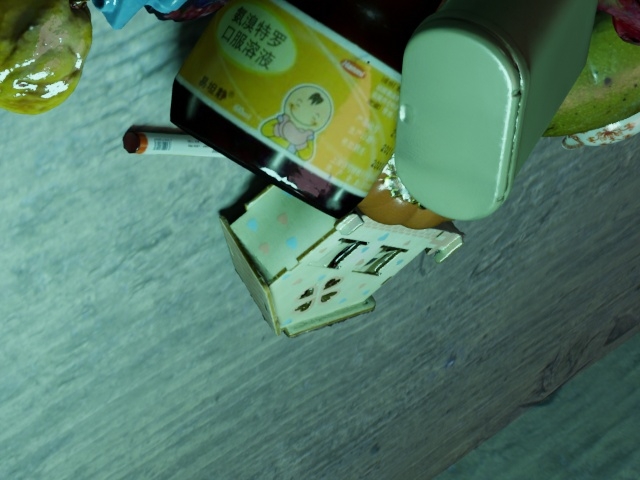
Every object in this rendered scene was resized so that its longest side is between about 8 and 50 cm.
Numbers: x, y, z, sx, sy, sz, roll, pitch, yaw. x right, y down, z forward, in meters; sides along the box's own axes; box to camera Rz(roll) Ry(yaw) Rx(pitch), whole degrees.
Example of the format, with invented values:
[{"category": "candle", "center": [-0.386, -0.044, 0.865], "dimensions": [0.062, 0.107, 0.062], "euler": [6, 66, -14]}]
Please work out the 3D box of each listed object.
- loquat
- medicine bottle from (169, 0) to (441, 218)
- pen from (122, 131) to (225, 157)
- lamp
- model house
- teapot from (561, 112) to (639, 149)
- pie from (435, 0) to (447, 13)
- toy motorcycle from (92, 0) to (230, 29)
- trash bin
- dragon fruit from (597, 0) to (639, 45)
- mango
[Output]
[{"category": "loquat", "center": [-0.258, -0.181, 1.398], "dimensions": [0.113, 0.137, 0.137], "euler": [4, 128, -53]}, {"category": "medicine bottle", "center": [0.026, -0.236, 1.642], "dimensions": [0.395, 0.242, 0.242], "euler": [-61, 154, 4]}, {"category": "pen", "center": [-0.146, -0.108, 1.816], "dimensions": [0.218, 0.026, 0.026], "euler": [-2, 133, -57]}, {"category": "lamp", "center": [0.113, -0.120, 1.868], "dimensions": [0.223, 0.196, 0.223], "euler": [-5, 117, -10]}, {"category": "model house", "center": [0.000, 0.000, 2.072], "dimensions": [0.244, 0.169, 0.326], "euler": [-44, 155, 20]}, {"category": "teapot", "center": [0.455, -0.207, 2.417], "dimensions": [0.159, 0.245, 0.116], "euler": [-34, 111, -41]}, {"category": "pie", "center": [0.082, -0.268, 1.868], "dimensions": [0.185, 0.052, 0.218], "euler": [-10, 142, -47]}, {"category": "toy motorcycle", "center": [-0.104, -0.339, 1.361], "dimensions": [0.232, 0.172, 0.416], "euler": [-15, 153, -36]}, {"category": "trash bin", "center": [0.183, -0.177, 1.586], "dimensions": [0.247, 0.121, 0.243], "euler": [-51, 156, -39]}, {"category": "dragon fruit", "center": [0.461, -0.381, 1.962], "dimensions": [0.329, 0.329, 0.329], "euler": [-34, 155, -19]}, {"category": "mango", "center": [0.402, -0.242, 2.275], "dimensions": [0.329, 0.175, 0.176], "euler": [-38, 123, -6]}]
